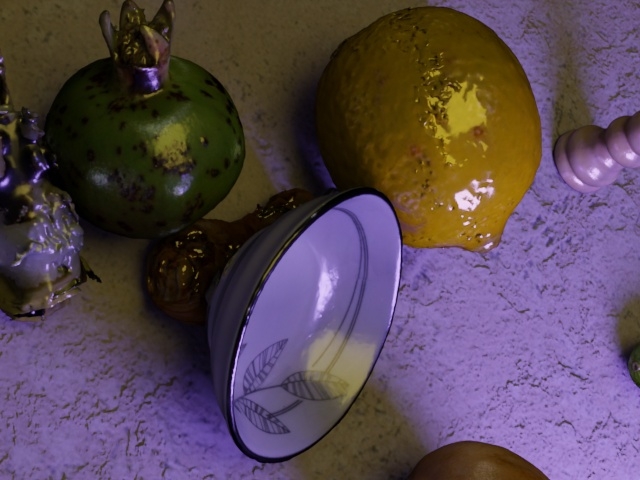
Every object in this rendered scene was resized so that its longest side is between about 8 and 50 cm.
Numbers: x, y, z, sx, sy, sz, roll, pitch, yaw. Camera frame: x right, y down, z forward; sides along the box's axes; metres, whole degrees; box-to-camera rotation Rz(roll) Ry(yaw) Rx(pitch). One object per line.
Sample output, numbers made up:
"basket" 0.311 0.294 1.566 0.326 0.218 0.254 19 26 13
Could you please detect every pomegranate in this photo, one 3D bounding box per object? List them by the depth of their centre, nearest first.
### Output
"pomegranate" -0.183 -0.120 1.388 0.211 0.263 0.211 0 44 0
"pomegranate" 0.179 0.337 1.504 0.233 0.233 0.233 10 70 -31

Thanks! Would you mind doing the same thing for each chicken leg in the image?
"chicken leg" -0.095 0.008 1.506 0.251 0.087 0.107 -32 117 -41

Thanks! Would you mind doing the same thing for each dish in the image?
"dish" -0.034 0.075 1.452 0.316 0.106 0.316 -37 139 -41

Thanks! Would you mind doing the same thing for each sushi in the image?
"sushi" -0.325 -0.051 1.329 0.139 0.131 0.290 -34 118 -36

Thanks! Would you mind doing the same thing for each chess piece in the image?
"chess piece" 0.404 -0.126 1.817 0.094 0.170 0.094 9 73 -31

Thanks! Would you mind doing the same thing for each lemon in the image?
"lemon" 0.128 -0.126 1.577 0.258 0.258 0.310 -19 85 -36

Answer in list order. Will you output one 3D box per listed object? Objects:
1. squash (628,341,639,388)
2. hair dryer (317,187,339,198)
"squash" 0.577 0.184 1.882 0.379 0.101 0.101 9 71 -27
"hair dryer" 0.000 0.000 1.596 0.063 0.038 0.124 46 62 -14
